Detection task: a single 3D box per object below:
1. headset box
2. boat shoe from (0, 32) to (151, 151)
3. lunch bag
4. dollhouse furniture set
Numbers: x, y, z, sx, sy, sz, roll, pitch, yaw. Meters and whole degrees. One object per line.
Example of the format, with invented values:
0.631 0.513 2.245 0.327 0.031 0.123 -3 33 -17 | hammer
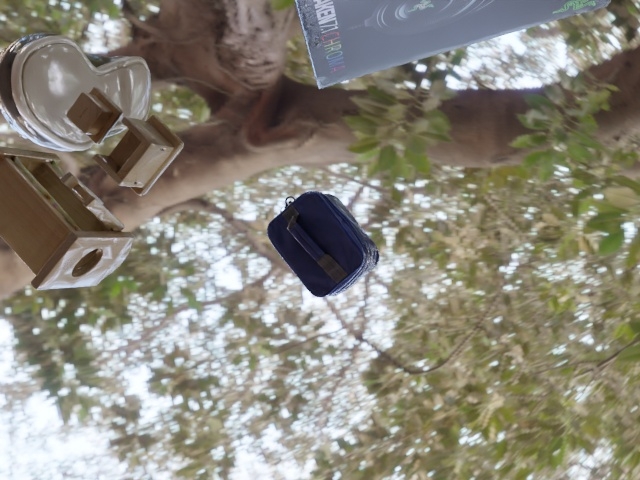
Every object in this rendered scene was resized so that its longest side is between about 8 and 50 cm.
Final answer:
0.106 -0.251 0.853 0.283 0.246 0.131 -16 -103 1 | headset box
-0.267 -0.148 1.125 0.095 0.335 0.112 0 -84 10 | boat shoe
0.000 0.000 0.995 0.067 0.065 0.098 -42 -100 11 | lunch bag
-0.218 -0.080 0.922 0.182 0.101 0.161 45 -76 15 | dollhouse furniture set
